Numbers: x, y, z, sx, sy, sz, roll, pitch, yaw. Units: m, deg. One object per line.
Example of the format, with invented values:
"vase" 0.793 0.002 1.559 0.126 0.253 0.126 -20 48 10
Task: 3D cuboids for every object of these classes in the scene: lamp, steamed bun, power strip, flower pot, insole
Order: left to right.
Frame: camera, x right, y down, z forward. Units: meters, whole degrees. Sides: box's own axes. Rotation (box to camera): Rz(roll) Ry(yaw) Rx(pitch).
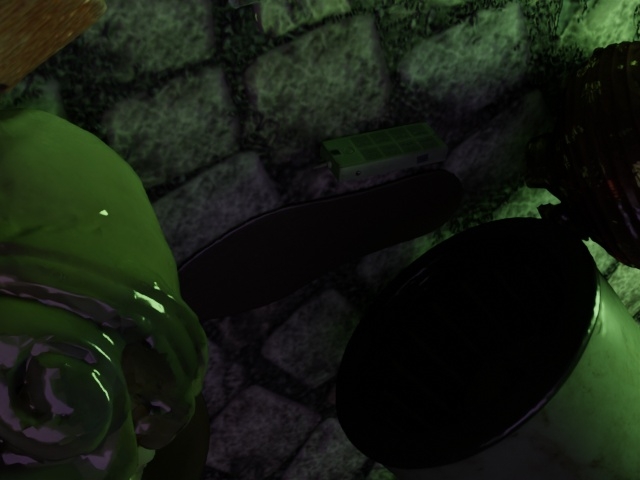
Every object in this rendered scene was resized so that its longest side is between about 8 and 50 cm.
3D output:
"steamed bun" -0.233 0.105 0.818 0.352 0.247 0.339 -47 135 -29
"insole" 0.000 0.000 1.067 0.328 0.007 0.111 -20 131 -14
"power strip" 0.055 -0.084 1.007 0.136 0.051 0.019 -12 134 -20
"flower pot" 0.228 0.185 1.085 0.293 0.293 0.330 -43 118 5
"lamp" 0.321 -0.081 1.043 0.247 0.247 0.247 -14 128 -19

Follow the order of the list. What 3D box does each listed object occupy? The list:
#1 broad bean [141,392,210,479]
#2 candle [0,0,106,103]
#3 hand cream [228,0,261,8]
"broad bean" -0.210 0.233 1.066 0.189 0.121 0.263 11 102 -28
"candle" -0.231 -0.223 0.607 0.131 0.287 0.317 -39 129 -5
"hand cream" 0.015 -0.238 0.882 0.195 0.042 0.067 -13 129 -15
